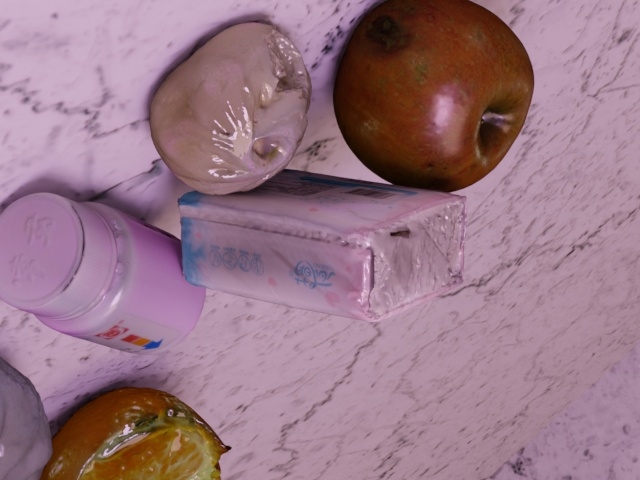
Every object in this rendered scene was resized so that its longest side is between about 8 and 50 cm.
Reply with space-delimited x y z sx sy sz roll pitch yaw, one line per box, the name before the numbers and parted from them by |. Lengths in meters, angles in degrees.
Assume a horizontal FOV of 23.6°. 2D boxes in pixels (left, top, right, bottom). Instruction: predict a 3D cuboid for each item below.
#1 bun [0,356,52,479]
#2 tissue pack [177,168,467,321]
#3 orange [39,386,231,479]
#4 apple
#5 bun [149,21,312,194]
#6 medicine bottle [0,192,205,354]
bun | -0.465 0.294 1.812 0.354 0.194 0.354 -33 152 -21
tissue pack | 0.002 -0.001 1.704 0.201 0.271 0.124 -22 115 -47
orange | -0.278 0.327 2.125 0.262 0.196 0.334 -43 161 -15
apple | 0.121 -0.171 1.751 0.237 0.207 0.237 -38 148 -29
bun | -0.082 -0.132 1.634 0.178 0.128 0.193 7 131 -52
medicine bottle | -0.247 0.037 1.706 0.152 0.152 0.254 -40 153 12
